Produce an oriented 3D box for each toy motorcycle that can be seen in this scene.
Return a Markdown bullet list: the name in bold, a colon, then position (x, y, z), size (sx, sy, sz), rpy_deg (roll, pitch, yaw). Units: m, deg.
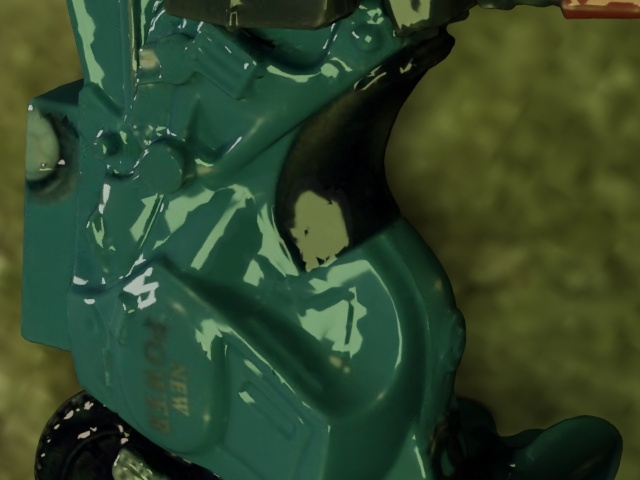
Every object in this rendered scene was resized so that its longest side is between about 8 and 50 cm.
- **toy motorcycle**: position (0.000, 0.000, 0.437), size (0.182, 0.123, 0.272), rpy_deg (12, 112, 18)
